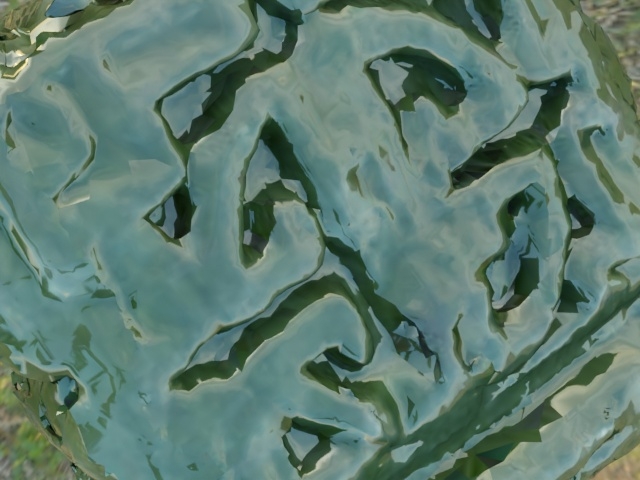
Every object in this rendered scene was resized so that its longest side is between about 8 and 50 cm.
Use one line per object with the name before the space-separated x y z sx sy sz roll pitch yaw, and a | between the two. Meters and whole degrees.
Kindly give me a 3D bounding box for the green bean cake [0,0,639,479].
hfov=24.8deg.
green bean cake | 0.000 0.000 0.504 0.241 0.132 0.255 -34 102 -21
